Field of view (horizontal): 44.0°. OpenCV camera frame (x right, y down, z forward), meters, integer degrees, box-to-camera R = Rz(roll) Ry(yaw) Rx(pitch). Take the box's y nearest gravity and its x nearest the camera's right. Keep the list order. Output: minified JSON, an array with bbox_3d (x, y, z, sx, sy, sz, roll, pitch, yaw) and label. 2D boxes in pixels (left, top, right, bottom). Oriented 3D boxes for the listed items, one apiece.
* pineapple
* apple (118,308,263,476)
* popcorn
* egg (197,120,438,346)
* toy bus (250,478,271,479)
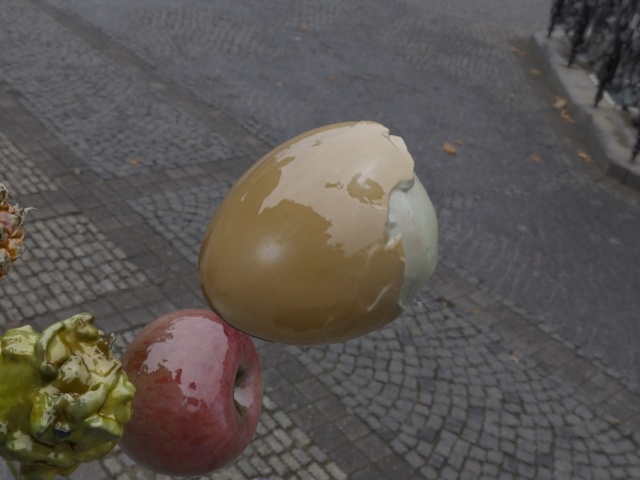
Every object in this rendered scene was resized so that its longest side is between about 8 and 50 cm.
[{"bbox_3d":[-0.690,-0.091,1.506,0.209,0.286,0.344,-33,50,-14],"label":"pineapple"},{"bbox_3d":[-0.261,0.284,1.502,0.269,0.345,0.345,-1,26,16],"label":"apple"},{"bbox_3d":[-0.347,0.204,1.026,0.218,0.189,0.170,41,24,-31],"label":"popcorn"},{"bbox_3d":[0.000,0.000,0.755,0.244,0.201,0.201,-25,38,-7],"label":"egg"},{"bbox_3d":[0.019,0.304,0.657,0.289,0.139,0.157,9,63,10],"label":"toy bus"}]
